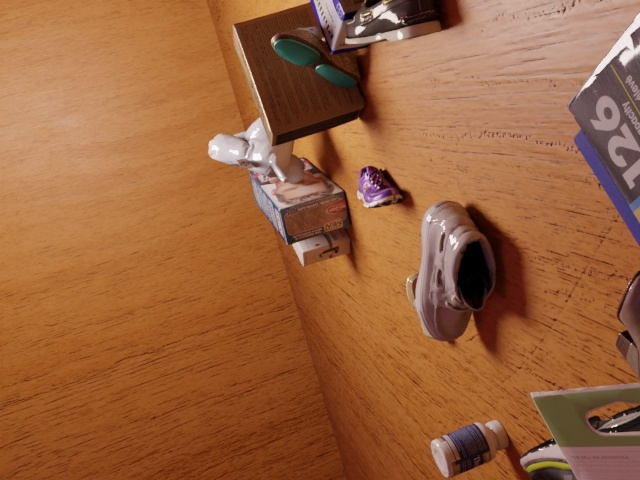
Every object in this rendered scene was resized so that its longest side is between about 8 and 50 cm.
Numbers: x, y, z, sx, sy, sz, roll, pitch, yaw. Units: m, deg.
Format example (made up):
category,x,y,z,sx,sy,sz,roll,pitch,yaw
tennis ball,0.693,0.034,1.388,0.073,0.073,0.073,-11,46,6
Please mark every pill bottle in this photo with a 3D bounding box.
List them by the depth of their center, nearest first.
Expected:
category,x,y,z,sx,sy,sz,roll,pitch,yaw
pill bottle,0.254,0.349,1.122,0.067,0.120,0.067,161,90,-79

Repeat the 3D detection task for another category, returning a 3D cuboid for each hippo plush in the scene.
category,x,y,z,sx,sy,sz,roll,pitch,yaw
hippo plush,-0.131,-0.279,1.596,0.294,0.234,0.237,-23,-49,-83

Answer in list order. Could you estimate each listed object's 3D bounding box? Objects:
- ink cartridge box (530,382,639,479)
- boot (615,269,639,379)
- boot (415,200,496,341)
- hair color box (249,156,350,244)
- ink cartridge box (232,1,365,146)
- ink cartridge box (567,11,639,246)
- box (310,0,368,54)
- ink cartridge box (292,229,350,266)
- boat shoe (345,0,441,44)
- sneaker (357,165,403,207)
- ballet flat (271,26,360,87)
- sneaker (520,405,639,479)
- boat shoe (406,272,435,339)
category,x,y,z,sx,sy,sz,roll,pitch,yaw
ink cartridge box,0.309,0.213,0.563,0.171,0.056,0.235,-25,93,52
boot,0.324,0.095,0.623,0.087,0.042,0.119,48,156,48
boot,0.203,0.076,0.994,0.123,0.095,0.258,-114,12,-57
hair color box,-0.064,-0.115,1.759,0.347,0.173,0.105,-132,27,-62
ink cartridge box,-0.045,-0.326,1.290,0.088,0.193,0.235,124,127,-78
ink cartridge box,0.299,-0.023,0.473,0.307,0.072,0.304,106,143,-66
box,0.039,-0.398,1.094,0.137,0.072,0.126,119,132,-75
ink cartridge box,0.000,0.000,1.736,0.056,0.135,0.099,88,160,-45
boat shoe,0.096,-0.320,0.943,0.227,0.081,0.069,28,132,64
sneaker,0.104,-0.105,1.267,0.170,0.068,0.071,-137,36,-68
ballet flat,-0.007,-0.337,1.177,0.073,0.206,0.067,-9,72,40
sneaker,0.320,0.267,0.738,0.300,0.111,0.121,98,148,-70
boat shoe,0.200,0.123,1.221,0.135,0.050,0.045,64,167,-16
